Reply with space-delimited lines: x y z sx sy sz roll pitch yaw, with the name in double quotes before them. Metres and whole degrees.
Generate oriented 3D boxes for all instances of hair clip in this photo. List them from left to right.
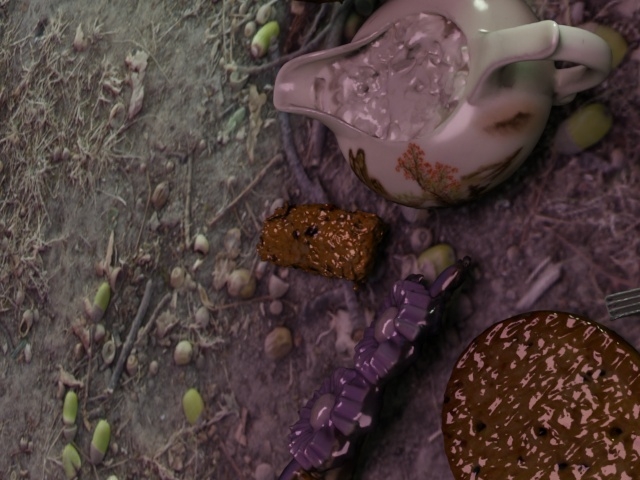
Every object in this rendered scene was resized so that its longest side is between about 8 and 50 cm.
"hair clip" 0.046 0.132 0.693 0.292 0.085 0.106 -59 8 12

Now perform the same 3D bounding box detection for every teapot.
"teapot" 0.102 -0.131 0.654 0.298 0.139 0.204 -6 75 40

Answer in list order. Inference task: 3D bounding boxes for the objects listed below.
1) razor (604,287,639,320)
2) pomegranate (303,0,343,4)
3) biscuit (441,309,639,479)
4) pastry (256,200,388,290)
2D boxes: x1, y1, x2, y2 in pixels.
"razor" 0.292 0.022 0.527 0.191 0.037 0.068 -24 71 38
"pomegranate" -0.003 -0.337 0.667 0.281 0.281 0.281 -9 75 39
"biscuit" 0.179 0.148 0.605 0.188 0.027 0.187 -8 78 39
"pastry" 0.000 0.000 0.772 0.140 0.056 0.079 16 99 35
